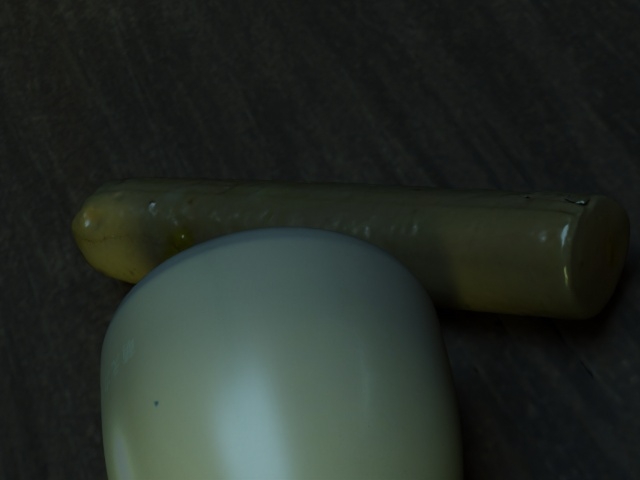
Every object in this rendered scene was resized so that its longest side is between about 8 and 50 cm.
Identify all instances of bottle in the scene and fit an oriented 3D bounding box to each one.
[{"bbox_3d":[-0.008,0.123,0.558,0.147,0.147,0.236,-21,46,13],"label":"bottle"}]

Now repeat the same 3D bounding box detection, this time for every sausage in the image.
[{"bbox_3d":[0.001,0.001,0.718,0.301,0.066,0.066,6,56,33],"label":"sausage"}]
